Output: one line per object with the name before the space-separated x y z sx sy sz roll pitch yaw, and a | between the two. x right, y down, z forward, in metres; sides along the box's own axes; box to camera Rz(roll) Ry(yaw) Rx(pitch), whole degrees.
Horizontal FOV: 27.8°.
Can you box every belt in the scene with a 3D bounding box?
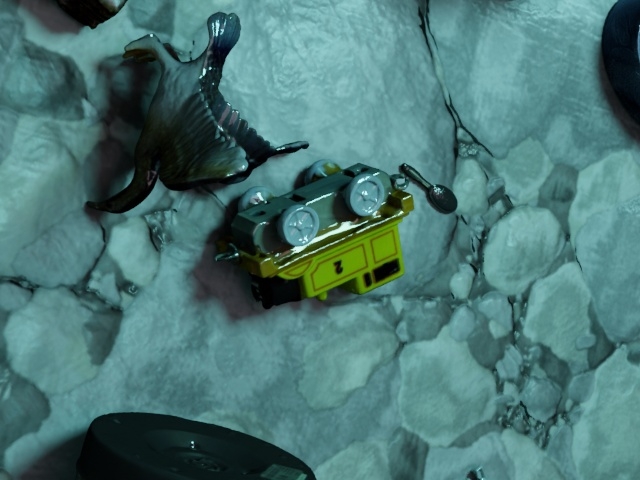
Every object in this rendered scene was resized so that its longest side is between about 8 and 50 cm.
belt | 0.404 -0.196 1.447 0.141 0.082 0.190 -44 112 -13

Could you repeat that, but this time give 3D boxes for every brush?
brush | 0.113 -0.055 1.336 0.083 0.008 0.024 37 79 -27

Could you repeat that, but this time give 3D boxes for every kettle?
kettle | -0.133 0.307 1.146 0.207 0.251 0.271 15 94 0

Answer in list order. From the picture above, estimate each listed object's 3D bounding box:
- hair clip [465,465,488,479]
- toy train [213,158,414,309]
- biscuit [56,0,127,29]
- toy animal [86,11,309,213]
hair clip | 0.197 0.290 1.396 0.115 0.039 0.030 49 66 -21
toy train | 0.000 0.000 1.234 0.219 0.089 0.127 -24 116 -27
biscuit | -0.125 -0.365 1.142 0.107 0.073 0.388 40 75 -24
toy animal | -0.126 -0.101 1.147 0.272 0.197 0.160 1 74 -72
